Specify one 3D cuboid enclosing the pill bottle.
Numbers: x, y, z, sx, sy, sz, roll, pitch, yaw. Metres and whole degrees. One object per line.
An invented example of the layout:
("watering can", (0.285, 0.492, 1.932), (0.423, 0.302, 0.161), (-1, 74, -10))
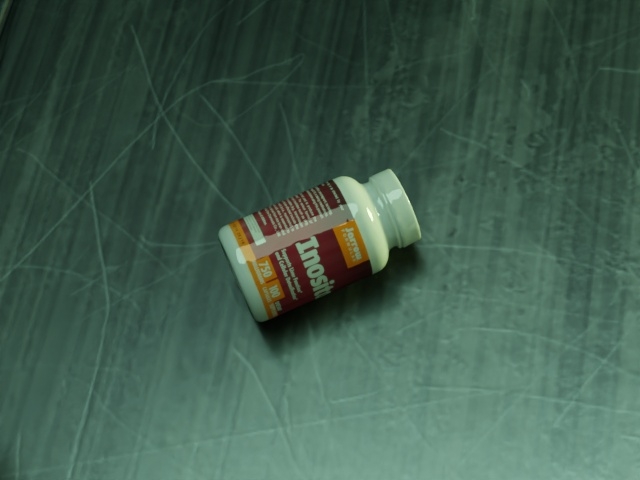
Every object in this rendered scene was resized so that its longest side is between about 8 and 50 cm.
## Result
("pill bottle", (0.000, 0.000, 1.277), (0.152, 0.086, 0.086), (-24, 56, -4))
